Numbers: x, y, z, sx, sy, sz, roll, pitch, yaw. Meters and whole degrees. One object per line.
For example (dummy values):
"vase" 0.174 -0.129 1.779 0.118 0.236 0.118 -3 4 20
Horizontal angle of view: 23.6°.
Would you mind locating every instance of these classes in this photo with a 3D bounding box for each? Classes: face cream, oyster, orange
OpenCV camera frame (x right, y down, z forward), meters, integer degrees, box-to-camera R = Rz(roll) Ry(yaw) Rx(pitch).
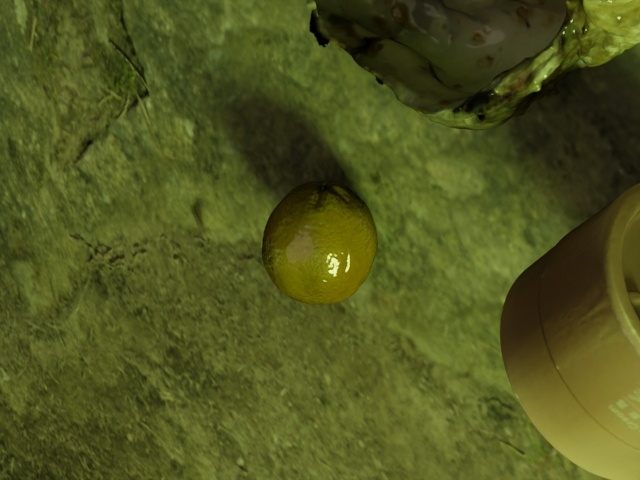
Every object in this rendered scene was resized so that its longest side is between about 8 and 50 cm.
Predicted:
"face cream" 0.191 0.052 0.872 0.149 0.149 0.104 58 141 11
"oyster" 0.089 -0.167 0.948 0.294 0.094 0.166 45 120 40
"orange" 0.000 0.000 1.126 0.085 0.085 0.095 29 124 38
